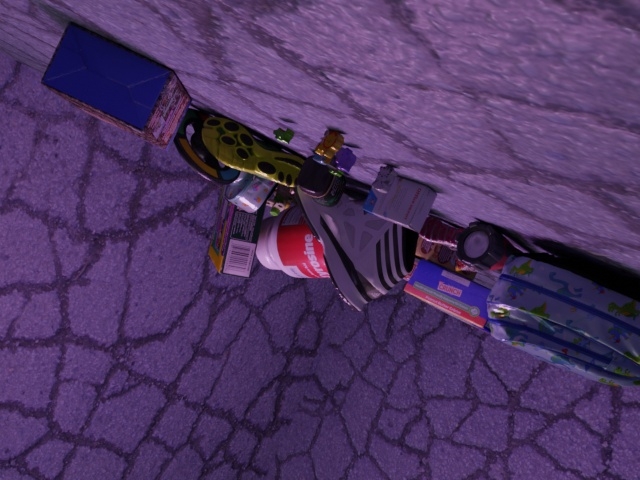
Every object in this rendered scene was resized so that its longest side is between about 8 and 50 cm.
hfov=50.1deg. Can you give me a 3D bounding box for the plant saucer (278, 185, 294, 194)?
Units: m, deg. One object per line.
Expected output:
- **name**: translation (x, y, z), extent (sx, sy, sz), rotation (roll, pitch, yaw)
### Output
- **plant saucer**: translation (-0.091, -0.179, 2.531), extent (0.278, 0.041, 0.278), rotation (34, 177, 2)

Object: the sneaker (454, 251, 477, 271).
- **sneaker**: translation (0.422, 0.041, 1.881), extent (0.093, 0.088, 0.225), rotation (4, 176, 8)

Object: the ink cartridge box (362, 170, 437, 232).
- **ink cartridge box**: translation (0.159, -0.078, 1.378), extent (0.122, 0.088, 0.052), rotation (24, 178, 40)

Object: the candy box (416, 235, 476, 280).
- **candy box**: translation (0.340, 0.023, 2.182), extent (0.317, 0.087, 0.183), rotation (25, 179, 0)

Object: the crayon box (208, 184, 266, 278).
- **crayon box**: translation (-0.257, -0.092, 2.178), extent (0.106, 0.362, 0.313), rotation (11, -173, -16)

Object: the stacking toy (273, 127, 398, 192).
- **stacking toy**: translation (0.026, -0.167, 1.327), extent (0.167, 0.052, 0.221), rotation (28, 179, -36)

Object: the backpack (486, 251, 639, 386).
- **backpack**: translation (0.513, 0.153, 1.360), extent (0.356, 0.273, 0.290), rotation (37, -174, 0)

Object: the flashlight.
- **flashlight**: translation (0.415, 0.048, 1.539), extent (0.304, 0.103, 0.103), rotation (25, -154, -47)

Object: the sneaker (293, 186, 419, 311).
- **sneaker**: translation (0.109, -0.056, 1.775), extent (0.169, 0.258, 0.447), rotation (42, -160, -56)

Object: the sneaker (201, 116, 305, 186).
- **sneaker**: translation (-0.175, -0.217, 1.763), extent (0.296, 0.109, 0.123), rotation (27, 178, -19)

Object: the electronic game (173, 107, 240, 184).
- **electronic game**: translation (-0.292, -0.243, 1.759), extent (0.229, 0.048, 0.229), rotation (37, -147, -30)

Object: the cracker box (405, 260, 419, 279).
- **cracker box**: translation (0.231, 0.064, 2.204), extent (0.232, 0.067, 0.156), rotation (29, 178, 28)

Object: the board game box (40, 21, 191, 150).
- **board game box**: translation (-0.434, -0.326, 1.508), extent (0.232, 0.141, 0.291), rotation (25, 179, -2)

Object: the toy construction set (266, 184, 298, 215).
- **toy construction set**: translation (-0.043, -0.120, 2.281), extent (0.328, 0.151, 0.215), rotation (17, 158, -23)

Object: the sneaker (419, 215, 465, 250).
- **sneaker**: translation (0.317, -0.010, 1.732), extent (0.171, 0.063, 0.075), rotation (19, 170, 30)

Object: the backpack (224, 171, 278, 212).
- **backpack**: translation (-0.192, -0.177, 1.914), extent (0.144, 0.188, 0.166), rotation (26, 179, -27)

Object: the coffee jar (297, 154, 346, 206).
- **coffee jar**: translation (0.004, -0.142, 1.646), extent (0.079, 0.096, 0.184), rotation (22, 179, 14)

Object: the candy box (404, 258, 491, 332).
- **candy box**: translation (0.441, 0.184, 2.124), extent (0.268, 0.122, 0.317), rotation (26, 178, 28)

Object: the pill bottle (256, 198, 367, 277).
- **pill bottle**: translation (0.000, 0.000, 2.076), extent (0.408, 0.228, 0.229), rotation (-3, 160, 41)
